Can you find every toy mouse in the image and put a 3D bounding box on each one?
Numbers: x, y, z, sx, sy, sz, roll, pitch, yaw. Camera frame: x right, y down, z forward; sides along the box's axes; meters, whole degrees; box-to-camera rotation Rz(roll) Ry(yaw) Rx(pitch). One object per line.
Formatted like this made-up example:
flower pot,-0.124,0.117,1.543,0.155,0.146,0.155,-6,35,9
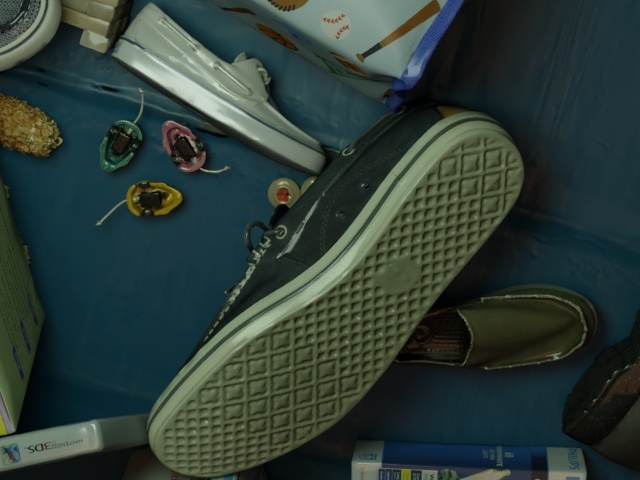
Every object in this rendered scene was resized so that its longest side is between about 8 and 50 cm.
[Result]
toy mouse,-0.183,-0.100,1.747,0.161,0.031,0.143,-9,104,8

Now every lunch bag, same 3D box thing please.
lunch bag,0.046,-0.376,1.550,0.327,0.239,0.385,32,86,-2

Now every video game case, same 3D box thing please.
video game case,-0.326,0.230,1.702,0.299,0.329,0.036,-12,83,9

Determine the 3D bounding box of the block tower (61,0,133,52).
block tower,-0.206,-0.370,1.648,0.097,0.091,0.335,20,106,1

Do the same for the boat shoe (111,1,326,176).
boat shoe,-0.094,-0.162,1.690,0.258,0.095,0.084,32,86,-11

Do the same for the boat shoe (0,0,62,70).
boat shoe,-0.443,-0.249,1.593,0.340,0.158,0.127,1,73,15

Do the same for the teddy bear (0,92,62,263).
teddy bear,-0.416,-0.090,1.735,0.245,0.113,0.338,16,106,-1

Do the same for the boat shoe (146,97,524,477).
boat shoe,0.003,0.048,1.678,0.500,0.156,0.187,-48,127,5

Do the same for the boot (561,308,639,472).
boot,0.440,0.140,1.716,0.222,0.118,0.338,33,117,-6

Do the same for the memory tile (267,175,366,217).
memory tile,0.000,0.000,1.765,0.113,0.012,0.148,-2,104,6

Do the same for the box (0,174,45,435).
box,-0.379,0.056,1.624,0.117,0.243,0.214,-11,116,3

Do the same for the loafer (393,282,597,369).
loafer,0.177,0.106,1.735,0.251,0.087,0.094,-7,104,8

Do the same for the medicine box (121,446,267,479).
medicine box,-0.120,0.400,1.735,0.149,0.263,0.289,-14,111,10

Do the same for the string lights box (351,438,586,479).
string lights box,0.165,0.302,1.794,0.259,0.077,0.133,1,104,5
